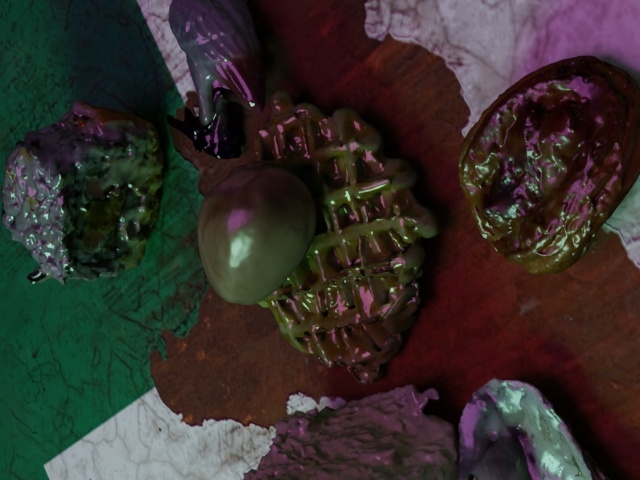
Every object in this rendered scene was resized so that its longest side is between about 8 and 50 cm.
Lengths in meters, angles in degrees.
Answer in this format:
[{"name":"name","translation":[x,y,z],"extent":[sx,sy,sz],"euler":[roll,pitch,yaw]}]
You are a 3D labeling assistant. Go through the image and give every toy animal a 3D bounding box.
[{"name":"toy animal","translation":[-0.132,-0.249,1.662],"extent":[0.195,0.090,0.324],"euler":[6,106,54]}]

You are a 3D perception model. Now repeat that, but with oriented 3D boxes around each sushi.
[{"name":"sushi","translation":[-0.299,-0.045,1.838],"extent":[0.139,0.184,0.274],"euler":[32,126,38]}]

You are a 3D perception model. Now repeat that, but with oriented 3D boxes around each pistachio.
[{"name":"pistachio","translation":[-0.073,-0.007,1.565],"extent":[0.108,0.126,0.185],"euler":[-88,17,-50]}]

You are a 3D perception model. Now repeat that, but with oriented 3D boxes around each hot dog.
[{"name":"hot dog","translation":[0.215,-0.065,1.341],"extent":[0.160,0.099,0.227],"euler":[48,130,25]}]

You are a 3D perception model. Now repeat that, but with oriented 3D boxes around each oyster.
[{"name":"oyster","translation":[0.238,0.256,1.425],"extent":[0.252,0.087,0.199],"euler":[20,98,24]}]

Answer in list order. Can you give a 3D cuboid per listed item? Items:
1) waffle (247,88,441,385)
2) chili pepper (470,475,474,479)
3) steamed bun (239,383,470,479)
[{"name":"waffle","translation":[0.000,0.000,1.611],"extent":[0.297,0.073,0.317],"euler":[44,131,29]},{"name":"chili pepper","translation":[0.182,0.272,1.531],"extent":[0.208,0.043,0.049],"euler":[45,160,35]},{"name":"steamed bun","translation":[0.003,0.319,1.552],"extent":[0.290,0.272,0.273],"euler":[0,106,63]}]
